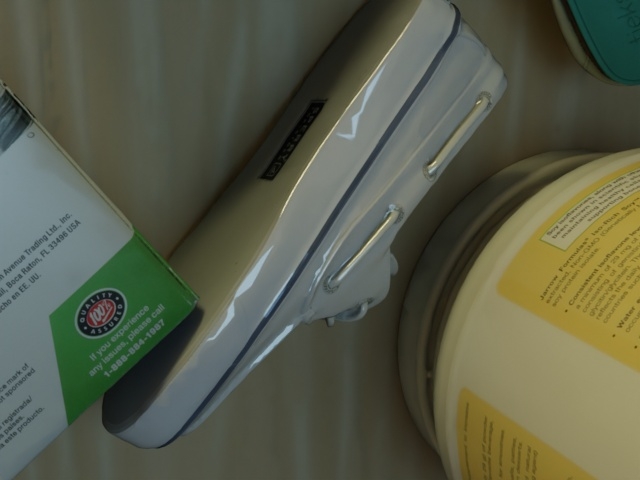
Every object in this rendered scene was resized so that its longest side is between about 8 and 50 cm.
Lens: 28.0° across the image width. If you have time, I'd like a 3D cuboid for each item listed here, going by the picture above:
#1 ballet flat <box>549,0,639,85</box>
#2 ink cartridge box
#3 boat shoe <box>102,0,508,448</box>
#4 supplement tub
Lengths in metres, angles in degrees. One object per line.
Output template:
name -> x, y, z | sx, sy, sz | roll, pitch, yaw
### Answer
ballet flat -> 0.114, -0.178, 0.599 | 0.086, 0.086, 0.248 | -40, 133, -10
ink cartridge box -> -0.177, -0.005, 0.522 | 0.153, 0.087, 0.208 | -42, 119, -9
boat shoe -> 0.000, 0.000, 0.605 | 0.084, 0.095, 0.258 | 38, 88, -25
supplement tub -> 0.201, 0.089, 0.593 | 0.241, 0.331, 0.241 | -8, 108, -23
